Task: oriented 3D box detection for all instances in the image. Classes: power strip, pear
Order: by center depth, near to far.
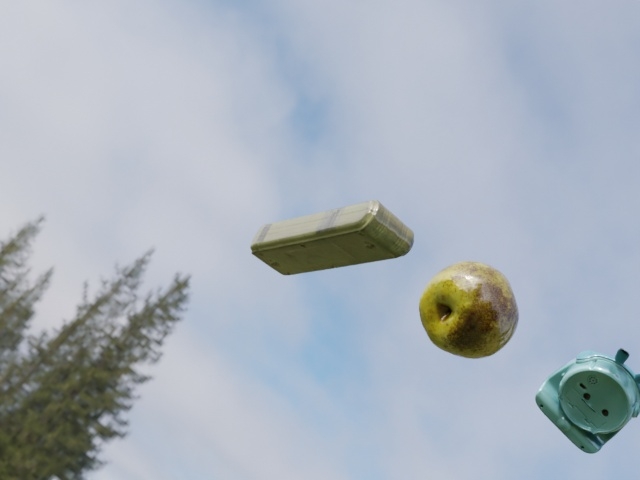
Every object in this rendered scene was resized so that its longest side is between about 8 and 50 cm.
[{"bbox_3d":[0.000,0.000,1.518,0.092,0.066,0.388,38,-25,-23],"label":"power strip"},{"bbox_3d":[0.304,0.138,1.983,0.197,0.197,0.197,31,-23,15],"label":"pear"}]

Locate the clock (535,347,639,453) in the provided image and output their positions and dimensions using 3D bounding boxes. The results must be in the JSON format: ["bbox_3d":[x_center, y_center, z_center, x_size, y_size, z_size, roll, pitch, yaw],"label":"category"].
[{"bbox_3d":[0.348,0.187,1.231,0.108,0.045,0.147,45,-56,7],"label":"clock"}]
